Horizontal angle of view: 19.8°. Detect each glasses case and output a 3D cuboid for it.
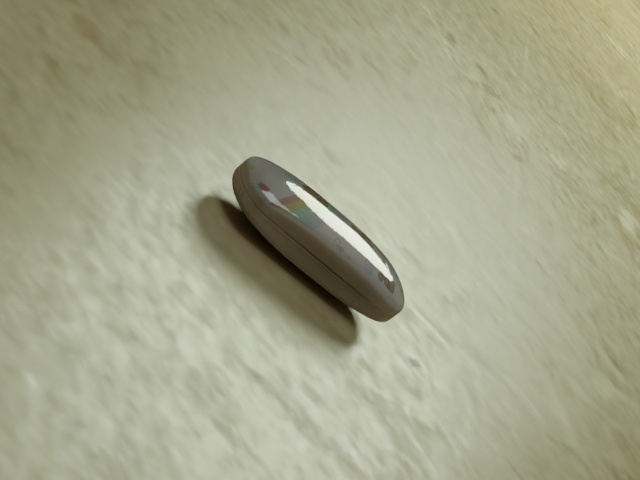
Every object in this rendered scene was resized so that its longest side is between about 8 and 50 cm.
[{"bbox_3d":[0.000,0.000,0.664,0.083,0.021,0.032,40,20,-28],"label":"glasses case"}]
